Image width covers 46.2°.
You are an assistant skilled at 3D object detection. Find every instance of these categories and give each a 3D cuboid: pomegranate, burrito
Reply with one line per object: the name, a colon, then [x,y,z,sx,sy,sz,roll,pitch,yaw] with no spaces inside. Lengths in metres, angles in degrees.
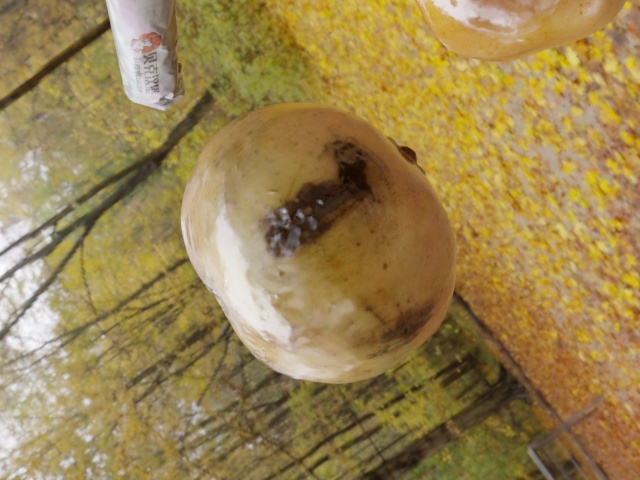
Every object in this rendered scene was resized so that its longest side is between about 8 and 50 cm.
pomegranate: [0.000,0.000,0.830,0.322,0.322,0.322,55,-178,-3]
burrito: [-0.147,-0.176,0.638,0.064,0.064,0.203,55,162,13]
pomegranate: [0.155,-0.253,0.613,0.209,0.209,0.209,55,-178,-3]
